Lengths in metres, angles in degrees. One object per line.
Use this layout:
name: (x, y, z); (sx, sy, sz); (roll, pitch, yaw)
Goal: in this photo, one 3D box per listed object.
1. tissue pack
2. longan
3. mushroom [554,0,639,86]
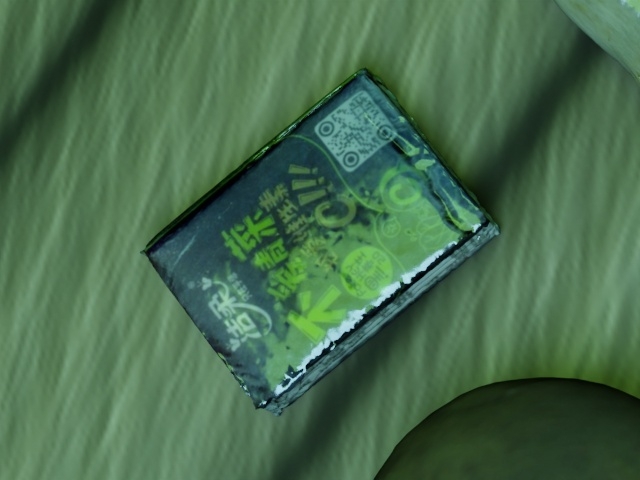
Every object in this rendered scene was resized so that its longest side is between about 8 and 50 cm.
tissue pack: (0.000, 0.000, 1.457); (0.235, 0.073, 0.173); (-40, 69, 5)
longan: (0.155, 0.243, 1.264); (0.300, 0.243, 0.300); (-17, 62, 35)
mushroom: (0.228, -0.219, 1.434); (0.122, 0.095, 0.351); (-24, 71, -11)
